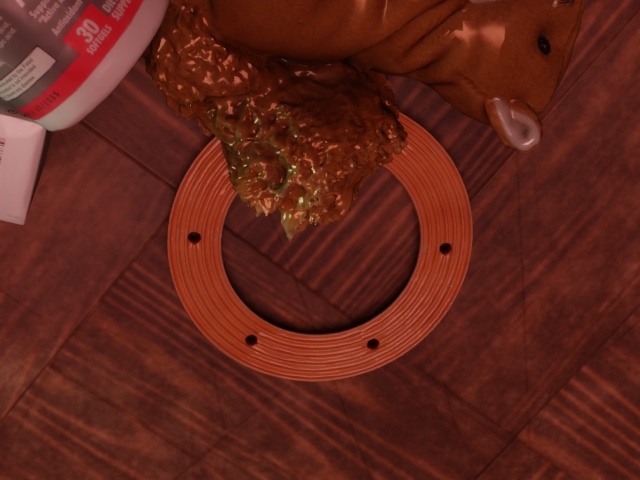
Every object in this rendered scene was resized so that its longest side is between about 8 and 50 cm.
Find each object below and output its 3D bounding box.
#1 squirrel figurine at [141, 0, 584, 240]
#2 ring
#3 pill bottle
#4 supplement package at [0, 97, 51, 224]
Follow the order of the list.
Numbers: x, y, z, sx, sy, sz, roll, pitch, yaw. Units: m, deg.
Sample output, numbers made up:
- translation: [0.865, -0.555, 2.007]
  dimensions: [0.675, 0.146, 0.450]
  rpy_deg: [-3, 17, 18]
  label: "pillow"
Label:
- translation: [0.045, -0.202, 1.142]
  dimensions: [0.370, 0.281, 0.397]
  rpy_deg: [31, 108, -28]
  label: "squirrel figurine"
- translation: [0.000, 0.000, 1.313]
  dimensions: [0.337, 0.032, 0.336]
  rpy_deg: [-2, 110, -6]
  label: "ring"
- translation: [-0.295, -0.248, 0.985]
  dimensions: [0.318, 0.176, 0.176]
  rpy_deg: [38, 103, -27]
  label: "pill bottle"
- translation: [-0.317, -0.102, 1.159]
  dimensions: [0.105, 0.179, 0.105]
  rpy_deg: [13, 109, -11]
  label: "supplement package"
